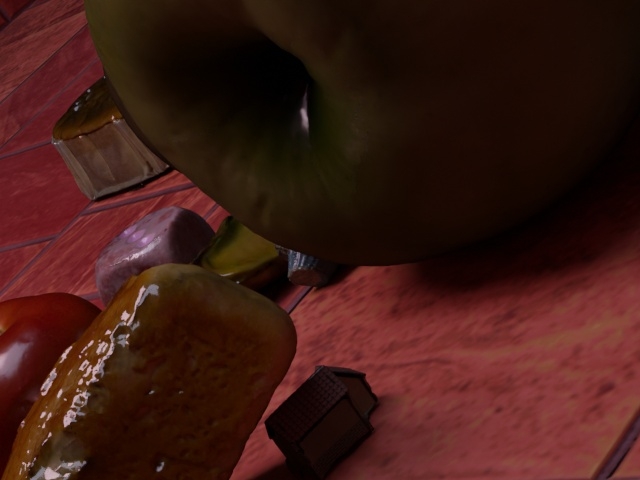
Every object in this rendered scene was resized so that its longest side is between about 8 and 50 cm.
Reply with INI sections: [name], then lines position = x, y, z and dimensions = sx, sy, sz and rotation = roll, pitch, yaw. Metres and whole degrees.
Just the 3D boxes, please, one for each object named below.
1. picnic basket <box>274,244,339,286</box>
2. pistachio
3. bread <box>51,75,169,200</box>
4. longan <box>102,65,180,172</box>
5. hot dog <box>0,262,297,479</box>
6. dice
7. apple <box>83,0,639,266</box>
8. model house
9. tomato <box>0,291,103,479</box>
[picnic basket]
position = 0.000, 0.000, 1.600
dimensions = 0.083, 0.065, 0.083
rotation = -23, 43, 45
[pistachio]
position = -0.051, 0.007, 1.672
dimensions = 0.173, 0.049, 0.089
rotation = -33, 41, -31
[bread]
position = -0.208, -0.158, 2.253
dimensions = 0.192, 0.109, 0.210
rotation = -13, 29, 46
[longan]
position = -0.058, -0.196, 1.796
dimensions = 0.319, 0.319, 0.319
rotation = -32, 19, 12
[hot dog]
position = -0.125, 0.141, 1.294
dimensions = 0.256, 0.150, 0.153
rotation = -61, 9, -9
[dice]
position = -0.140, 0.031, 1.707
dimensions = 0.091, 0.094, 0.093
rotation = -27, 19, 28
[apple]
position = 0.052, -0.220, 1.439
dimensions = 0.474, 0.473, 0.473
rotation = -32, 19, 12
[model house]
position = 0.001, 0.116, 1.312
dimensions = 0.083, 0.058, 0.057
rotation = -43, 21, -18
[tomato]
position = -0.245, 0.130, 1.585
dimensions = 0.195, 0.136, 0.195
rotation = -30, 22, 13
